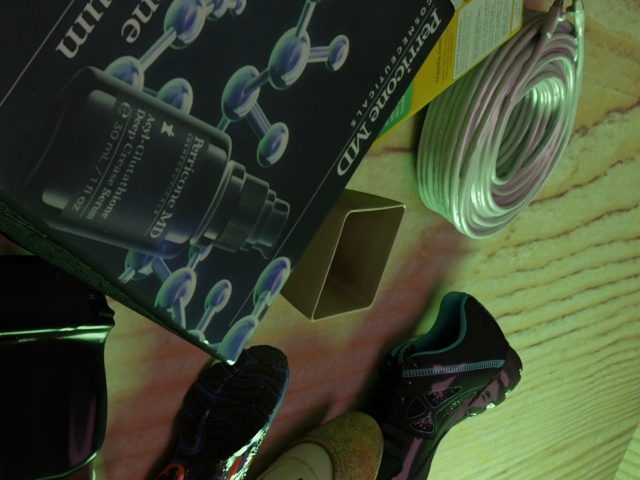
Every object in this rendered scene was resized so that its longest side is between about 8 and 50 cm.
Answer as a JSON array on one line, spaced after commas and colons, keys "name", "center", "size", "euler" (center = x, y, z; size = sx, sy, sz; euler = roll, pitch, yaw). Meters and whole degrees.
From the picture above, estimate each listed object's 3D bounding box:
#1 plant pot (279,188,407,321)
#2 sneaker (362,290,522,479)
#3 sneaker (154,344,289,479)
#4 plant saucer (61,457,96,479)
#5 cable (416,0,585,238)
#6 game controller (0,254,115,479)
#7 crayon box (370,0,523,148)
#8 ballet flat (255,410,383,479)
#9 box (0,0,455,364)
[{"name": "plant pot", "center": [0.000, 0.000, 1.158], "size": [0.109, 0.096, 0.109], "euler": [-8, 121, -56]}, {"name": "sneaker", "center": [0.096, 0.203, 1.510], "size": [0.341, 0.125, 0.140], "euler": [-44, 119, -26]}, {"name": "sneaker", "center": [-0.098, 0.197, 1.202], "size": [0.221, 0.083, 0.087], "euler": [-58, 165, 2]}, {"name": "plant saucer", "center": [-0.283, 0.230, 0.945], "size": [0.278, 0.041, 0.278], "euler": [-40, 146, -36]}, {"name": "cable", "center": [0.199, -0.133, 1.386], "size": [0.257, 0.089, 0.257], "euler": [-51, 151, -19]}, {"name": "game controller", "center": [-0.253, 0.093, 0.819], "size": [0.319, 0.067, 0.167], "euler": [1, 96, -58]}, {"name": "crayon box", "center": [0.070, -0.217, 1.102], "size": [0.323, 0.083, 0.203], "euler": [-41, 145, -36]}, {"name": "ballet flat", "center": [-0.054, 0.317, 1.336], "size": [0.349, 0.123, 0.123], "euler": [-54, 151, -15]}, {"name": "box", "center": [-0.123, -0.149, 0.705], "size": [0.294, 0.212, 0.395], "euler": [-58, 152, -10]}]
